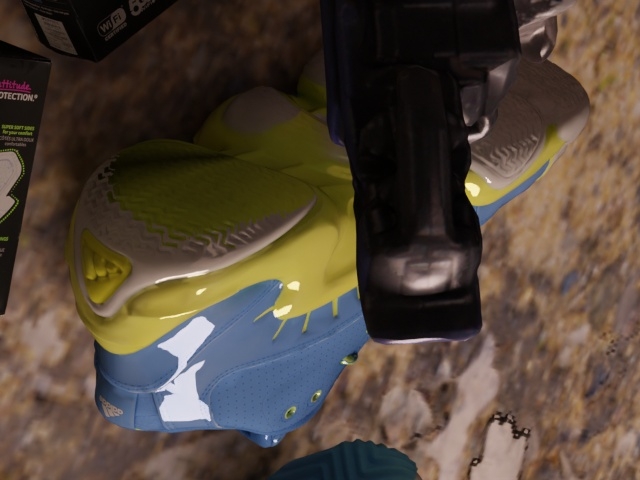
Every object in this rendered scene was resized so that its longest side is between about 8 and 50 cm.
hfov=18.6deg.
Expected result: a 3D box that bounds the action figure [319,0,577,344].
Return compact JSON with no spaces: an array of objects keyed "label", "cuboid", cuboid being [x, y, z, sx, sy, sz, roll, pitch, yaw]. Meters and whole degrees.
[{"label":"action figure","cuboid":[0.082,-0.142,0.532,0.178,0.341,0.330,3,151,-13]}]

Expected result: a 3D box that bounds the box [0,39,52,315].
[{"label":"box","cuboid":[-0.127,-0.025,0.608,0.052,0.062,0.083,3,105,-42]}]

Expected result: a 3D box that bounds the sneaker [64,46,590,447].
[{"label":"sneaker","cuboid":[0.000,0.000,0.739,0.240,0.091,0.126,-19,137,-38]}]

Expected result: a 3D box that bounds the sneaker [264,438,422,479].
[{"label":"sneaker","cuboid":[-0.008,0.185,0.798,0.092,0.087,0.229,6,109,-52]}]

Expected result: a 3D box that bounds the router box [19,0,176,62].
[{"label":"router box","cuboid":[-0.058,-0.132,0.647,0.122,0.038,0.092,-42,130,-23]}]
